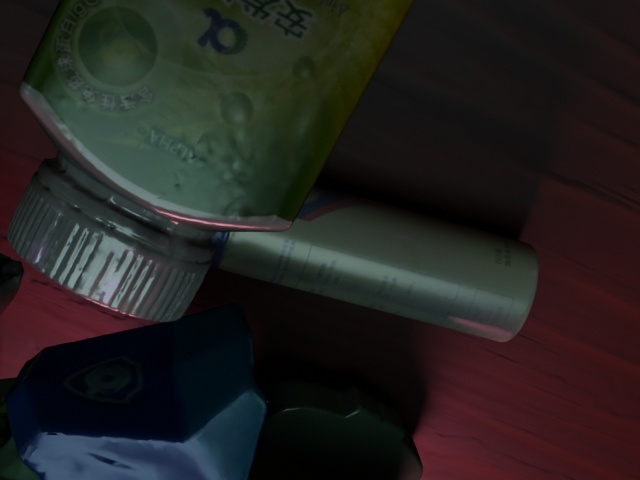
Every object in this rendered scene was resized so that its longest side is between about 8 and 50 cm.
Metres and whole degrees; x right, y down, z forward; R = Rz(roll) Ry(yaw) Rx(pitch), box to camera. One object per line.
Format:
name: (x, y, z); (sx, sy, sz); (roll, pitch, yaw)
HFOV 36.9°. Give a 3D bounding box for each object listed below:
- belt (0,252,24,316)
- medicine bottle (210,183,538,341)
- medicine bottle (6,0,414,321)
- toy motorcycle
belt: (-0.255, 0.056, 0.516); (0.139, 0.126, 0.230); (37, 112, 14)
medicine bottle: (0.000, 0.000, 0.519); (0.230, 0.059, 0.059); (15, 122, -9)
medicine bottle: (-0.057, -0.066, 0.425); (0.132, 0.088, 0.188); (27, 97, -15)
toy motorcycle: (-0.056, 0.141, 0.505); (0.200, 0.191, 0.326); (-42, 126, 17)
